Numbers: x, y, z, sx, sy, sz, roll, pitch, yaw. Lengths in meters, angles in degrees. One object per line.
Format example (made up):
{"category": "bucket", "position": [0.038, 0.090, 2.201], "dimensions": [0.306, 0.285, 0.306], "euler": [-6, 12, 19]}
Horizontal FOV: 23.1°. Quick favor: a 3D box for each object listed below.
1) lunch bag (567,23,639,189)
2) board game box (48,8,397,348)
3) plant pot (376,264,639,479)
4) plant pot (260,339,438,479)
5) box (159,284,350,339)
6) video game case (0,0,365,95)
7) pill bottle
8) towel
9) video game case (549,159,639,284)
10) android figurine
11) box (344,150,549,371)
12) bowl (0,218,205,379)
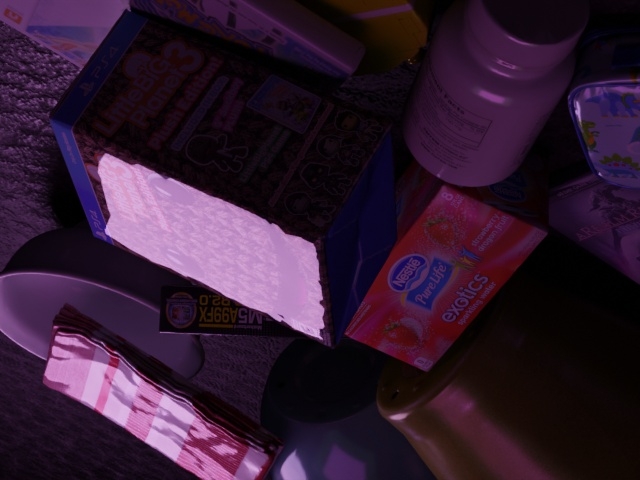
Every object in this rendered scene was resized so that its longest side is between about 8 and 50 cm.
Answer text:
{"category": "lunch bag", "position": [0.346, -0.126, 1.440], "dimensions": [0.219, 0.090, 0.176], "euler": [1, 148, 25]}
{"category": "board game box", "position": [-0.085, -0.056, 1.514], "dimensions": [0.291, 0.141, 0.232], "euler": [24, 156, 17]}
{"category": "plant pot", "position": [0.268, 0.207, 1.837], "dimensions": [0.353, 0.366, 0.366], "euler": [38, 146, -14]}
{"category": "plant pot", "position": [0.055, 0.244, 2.044], "dimensions": [0.293, 0.293, 0.235], "euler": [0, 135, 26]}
{"category": "box", "position": [-0.034, 0.086, 1.895], "dimensions": [0.216, 0.060, 0.270], "euler": [0, 178, 26]}
{"category": "video game case", "position": [-0.152, -0.206, 1.523], "dimensions": [0.329, 0.036, 0.300], "euler": [30, 156, -10]}
{"category": "pill bottle", "position": [0.161, -0.157, 1.433], "dimensions": [0.131, 0.131, 0.229], "euler": [17, 151, -3]}
{"category": "towel", "position": [-0.212, 0.222, 2.014], "dimensions": [0.329, 0.037, 0.237], "euler": [31, 152, 3]}
{"category": "video game case", "position": [0.379, -0.011, 1.691], "dimensions": [0.274, 0.026, 0.196], "euler": [30, 148, -26]}
{"category": "android figurine", "position": [0.002, -0.244, 1.439], "dimensions": [0.248, 0.056, 0.273], "euler": [-7, 143, 34]}
{"category": "box", "position": [0.126, 0.006, 1.676], "dimensions": [0.128, 0.123, 0.257], "euler": [24, 132, -14]}
{"category": "bowl", "position": [-0.278, 0.064, 2.031], "dimensions": [0.297, 0.134, 0.298], "euler": [11, 150, 7]}
